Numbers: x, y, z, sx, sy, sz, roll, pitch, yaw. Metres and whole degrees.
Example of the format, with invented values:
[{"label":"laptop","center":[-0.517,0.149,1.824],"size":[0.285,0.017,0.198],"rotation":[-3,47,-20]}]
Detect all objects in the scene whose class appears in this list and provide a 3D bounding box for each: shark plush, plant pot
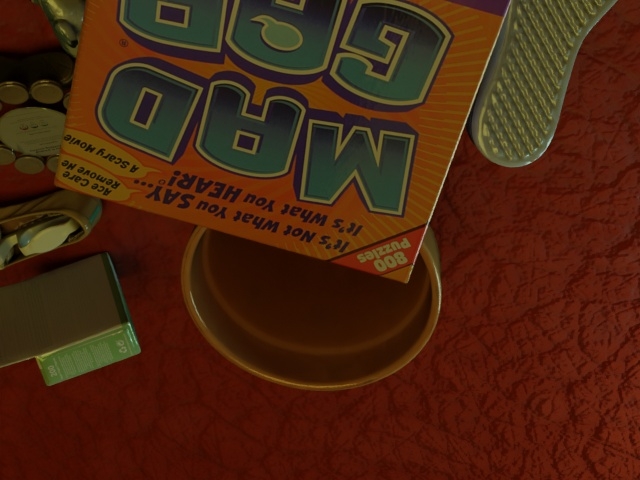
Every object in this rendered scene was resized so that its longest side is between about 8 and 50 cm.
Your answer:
[{"label":"shark plush","center":[-0.311,-0.270,1.693],"size":[0.161,0.073,0.067],"rotation":[41,153,-26]},{"label":"plant pot","center":[0.000,0.000,1.747],"size":[0.291,0.203,0.291],"rotation":[4,126,6]}]

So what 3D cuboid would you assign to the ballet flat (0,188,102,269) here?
[{"label":"ballet flat","center":[-0.379,-0.004,1.872],"size":[0.232,0.073,0.080],"rotation":[-22,123,17]}]

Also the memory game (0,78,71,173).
[{"label":"memory game","center":[-0.330,-0.132,1.780],"size":[0.186,0.012,0.186],"rotation":[-2,148,-1]}]

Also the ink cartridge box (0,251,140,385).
[{"label":"ink cartridge box","center":[-0.351,0.110,1.857],"size":[0.235,0.171,0.056],"rotation":[-20,125,-6]}]

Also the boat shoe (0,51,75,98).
[{"label":"boat shoe","center":[-0.352,-0.184,1.760],"size":[0.152,0.056,0.049],"rotation":[-1,159,16]}]

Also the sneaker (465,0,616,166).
[{"label":"sneaker","center":[0.229,-0.242,1.594],"size":[0.126,0.127,0.321],"rotation":[21,102,-14]}]

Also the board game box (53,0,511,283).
[{"label":"board game box","center":[-0.021,-0.241,1.477],"size":[0.356,0.356,0.356],"rotation":[15,127,-3]}]
